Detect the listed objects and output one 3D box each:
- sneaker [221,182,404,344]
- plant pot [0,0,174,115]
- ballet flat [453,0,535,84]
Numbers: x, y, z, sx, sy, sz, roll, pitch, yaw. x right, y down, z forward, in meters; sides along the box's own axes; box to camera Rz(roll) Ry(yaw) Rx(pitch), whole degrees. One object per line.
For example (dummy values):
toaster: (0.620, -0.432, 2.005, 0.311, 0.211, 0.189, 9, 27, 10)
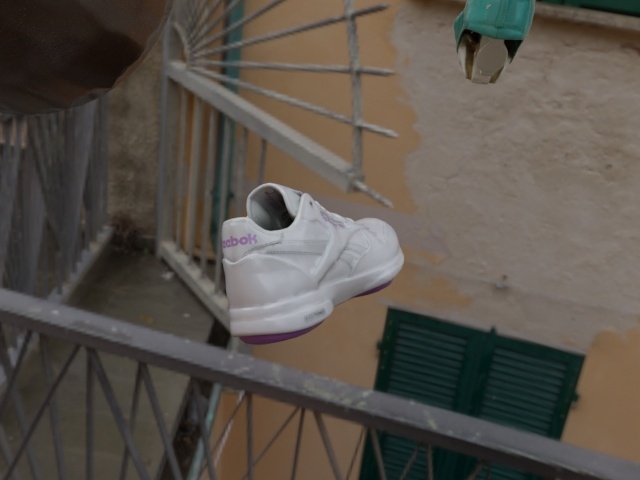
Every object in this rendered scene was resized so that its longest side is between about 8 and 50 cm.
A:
sneaker: (0.000, 0.000, 0.888, 0.114, 0.152, 0.305, -10, 9, 29)
plant pot: (-0.204, -0.180, 0.447, 0.215, 0.215, 0.230, 7, 7, -1)
ballet flat: (0.186, -0.223, 0.920, 0.083, 0.087, 0.247, 15, -1, 7)
